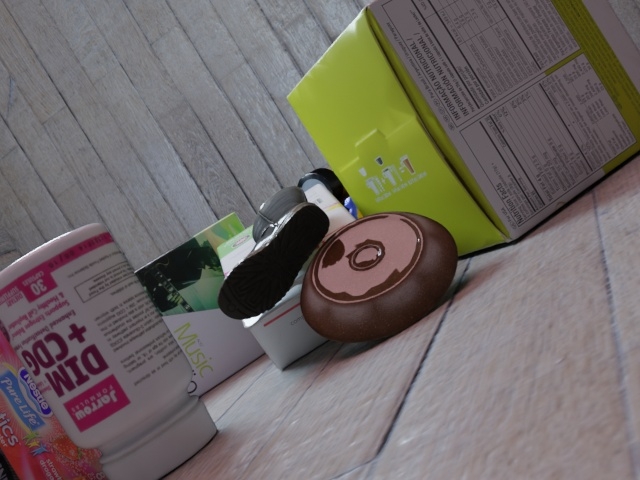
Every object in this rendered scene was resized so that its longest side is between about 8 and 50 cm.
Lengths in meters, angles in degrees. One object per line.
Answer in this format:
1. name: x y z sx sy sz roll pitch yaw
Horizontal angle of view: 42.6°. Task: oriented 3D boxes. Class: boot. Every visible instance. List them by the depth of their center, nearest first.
1. boot: -0.072 0.007 1.081 0.189 0.076 0.208 -43 20 -4

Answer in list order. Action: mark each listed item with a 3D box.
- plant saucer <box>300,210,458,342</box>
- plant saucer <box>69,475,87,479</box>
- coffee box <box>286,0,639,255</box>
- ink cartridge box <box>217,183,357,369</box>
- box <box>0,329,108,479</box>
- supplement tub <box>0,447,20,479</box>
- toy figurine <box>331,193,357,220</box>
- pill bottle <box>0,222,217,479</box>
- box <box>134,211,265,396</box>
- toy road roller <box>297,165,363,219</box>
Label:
1. plant saucer: 0.059 0.029 0.951 0.198 0.036 0.199 -18 39 15
2. plant saucer: -0.349 0.346 0.942 0.199 0.037 0.200 -32 3 2
3. coffee box: 0.211 -0.190 1.175 0.334 0.338 0.337 -33 2 -21
4. ink cartridge box: -0.021 0.052 1.183 0.207 0.119 0.353 -32 20 -1
5. box: -0.365 0.193 1.124 0.154 0.300 0.142 -30 1 25
6. supplement tub: -0.505 0.338 1.247 0.193 0.194 0.316 -31 3 26
7. toy figurine: 0.000 0.000 1.473 0.191 0.217 0.362 -33 2 -19
8. pill bottle: -0.249 0.137 0.952 0.160 0.283 0.160 -32 2 1
9. box: -0.219 0.132 1.360 0.322 0.232 0.058 -33 7 -16
10. toy road roller: 0.116 -0.044 1.792 0.329 0.241 0.202 13 26 27
